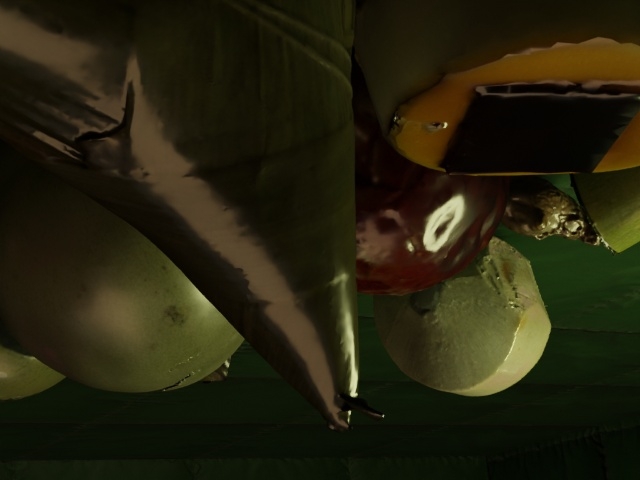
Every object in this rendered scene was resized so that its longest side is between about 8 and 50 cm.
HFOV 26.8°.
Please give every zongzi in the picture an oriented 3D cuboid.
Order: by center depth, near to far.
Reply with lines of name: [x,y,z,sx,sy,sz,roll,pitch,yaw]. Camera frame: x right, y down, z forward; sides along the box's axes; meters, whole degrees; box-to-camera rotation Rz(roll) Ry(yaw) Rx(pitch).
zongzi: [-0.140,-0.067,0.765,0.181,0.418,0.447,-11,176,43]

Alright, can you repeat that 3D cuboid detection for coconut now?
coconut: [0.187,0.095,1.775,0.241,0.241,0.241,-5,163,-1]

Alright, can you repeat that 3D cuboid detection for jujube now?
jujube: [0.067,-0.056,1.237,0.223,0.223,0.318,-11,169,19]

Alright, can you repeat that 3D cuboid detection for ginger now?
ginger: [0.199,-0.040,1.533,0.290,0.122,0.084,10,119,-31]

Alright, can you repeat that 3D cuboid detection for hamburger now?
hamburger: [0.165,-0.159,0.991,0.294,0.179,0.276,-1,160,-2]

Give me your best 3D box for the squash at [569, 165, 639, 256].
squash: [0.363,-0.085,1.388,0.137,0.137,0.287,5,158,-30]

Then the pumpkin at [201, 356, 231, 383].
pumpkin: [-0.236,0.095,1.668,0.281,0.139,0.190,7,-178,1]

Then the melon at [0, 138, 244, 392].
melon: [-0.181,0.004,1.254,0.268,0.268,0.330,-8,148,10]

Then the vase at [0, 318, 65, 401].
vase: [-0.415,0.056,1.422,0.329,0.241,0.302,-3,177,-43]
